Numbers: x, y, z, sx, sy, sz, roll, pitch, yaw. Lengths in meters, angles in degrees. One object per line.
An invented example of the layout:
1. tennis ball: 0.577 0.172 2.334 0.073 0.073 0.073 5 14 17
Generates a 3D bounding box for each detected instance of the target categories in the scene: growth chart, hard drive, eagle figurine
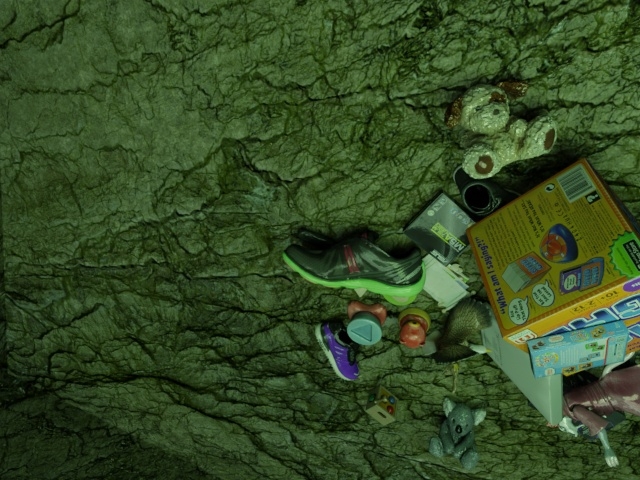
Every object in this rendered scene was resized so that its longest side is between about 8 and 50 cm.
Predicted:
1. growth chart: 0.422 0.139 1.599 0.172 0.021 0.237 -36 106 31
2. hard drive: 0.638 0.386 1.498 0.047 0.353 0.233 -23 121 -5
3. eagle figurine: 0.477 0.354 1.598 0.225 0.226 0.298 -21 141 -1

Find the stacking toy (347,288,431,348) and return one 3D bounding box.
1. stacking toy: 0.230 0.269 1.674 0.308 0.130 0.280 -4 121 19

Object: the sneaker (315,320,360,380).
1. sneaker: 0.106 0.436 1.837 0.146 0.102 0.293 -21 114 26

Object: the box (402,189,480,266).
1. box: 0.392 -0.036 1.473 0.190 0.045 0.184 38 117 -7

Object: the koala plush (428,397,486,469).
1. koala plush: 0.561 0.755 1.881 0.196 0.203 0.221 11 104 24

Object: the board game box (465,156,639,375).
1. board game box: 0.669 0.085 1.219 0.356 0.357 0.356 30 129 -33

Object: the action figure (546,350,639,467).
1. action figure: 0.855 0.477 1.408 0.370 0.248 0.276 -29 96 14

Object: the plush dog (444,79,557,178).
1. plush dog: 0.452 -0.306 1.236 0.262 0.210 0.226 -22 100 -2

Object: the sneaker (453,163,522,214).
1. sneaker: 0.510 -0.098 1.344 0.295 0.147 0.105 33 123 -7

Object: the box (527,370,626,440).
1. box: 0.892 0.553 1.644 0.270 0.143 0.165 29 123 -2

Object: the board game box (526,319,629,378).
1. board game box: 0.619 0.269 1.123 0.211 0.039 0.160 -18 137 15

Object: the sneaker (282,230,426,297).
1. sneaker: 0.113 0.060 1.562 0.482 0.185 0.202 8 97 1

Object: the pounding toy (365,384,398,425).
1. pounding toy: 0.255 0.678 1.928 0.141 0.130 0.100 41 124 -10

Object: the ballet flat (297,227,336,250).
1. ballet flat: 0.000 0.000 1.633 0.173 0.049 0.057 27 121 -9
